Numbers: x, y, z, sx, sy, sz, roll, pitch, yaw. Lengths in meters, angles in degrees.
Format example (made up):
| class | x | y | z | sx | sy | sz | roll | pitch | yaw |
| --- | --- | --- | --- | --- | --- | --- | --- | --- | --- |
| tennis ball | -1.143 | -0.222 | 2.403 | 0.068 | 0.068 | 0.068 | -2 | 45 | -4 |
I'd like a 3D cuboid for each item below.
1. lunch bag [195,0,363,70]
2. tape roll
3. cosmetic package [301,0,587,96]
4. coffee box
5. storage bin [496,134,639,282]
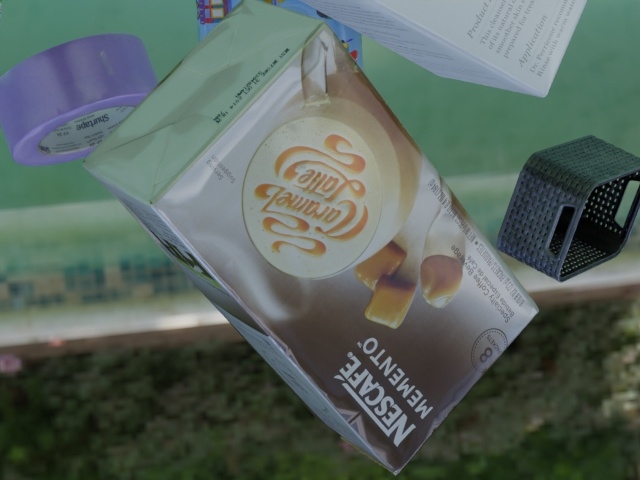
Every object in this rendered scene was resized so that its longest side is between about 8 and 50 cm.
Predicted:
| class | x | y | z | sx | sy | sz | roll | pitch | yaw |
| --- | --- | --- | --- | --- | --- | --- | --- | --- | --- |
| lunch bag | -0.016 | -0.197 | 1.526 | 0.138 | 0.221 | 0.293 | 0 | -158 | 9 |
| tape roll | -0.278 | -0.161 | 1.899 | 0.189 | 0.080 | 0.189 | -22 | 169 | -5 |
| cosmetic package | 0.035 | -0.281 | 1.240 | 0.385 | 0.217 | 0.156 | 26 | 178 | -31 |
| coffee box | 0.000 | 0.000 | 0.956 | 0.141 | 0.246 | 0.098 | -46 | -147 | -11 |
| storage bin | 0.284 | -0.038 | 1.834 | 0.084 | 0.122 | 0.180 | 28 | -155 | 26 |
